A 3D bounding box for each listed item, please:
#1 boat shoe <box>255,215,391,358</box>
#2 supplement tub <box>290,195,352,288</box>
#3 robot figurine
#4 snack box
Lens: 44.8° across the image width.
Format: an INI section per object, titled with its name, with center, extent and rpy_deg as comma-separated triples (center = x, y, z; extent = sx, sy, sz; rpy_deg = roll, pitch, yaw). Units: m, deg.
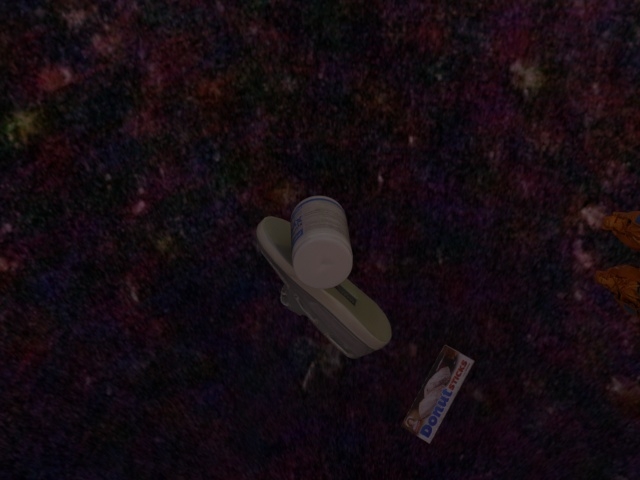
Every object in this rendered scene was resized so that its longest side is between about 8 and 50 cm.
[boat shoe]
center = -0.011, 0.069, 0.998
extent = 0.227, 0.081, 0.079
rpy_deg = 45, 32, -9
[supplement tub]
center = 0.000, 0.000, 0.909
extent = 0.070, 0.071, 0.107
rpy_deg = -6, 29, 0
[robot figurine]
center = 0.545, 0.050, 1.253
extent = 0.084, 0.291, 0.211
rpy_deg = 2, 102, -4
[snack box]
center = 0.224, 0.293, 1.482
extent = 0.064, 0.022, 0.178
rpy_deg = 28, 89, 17
